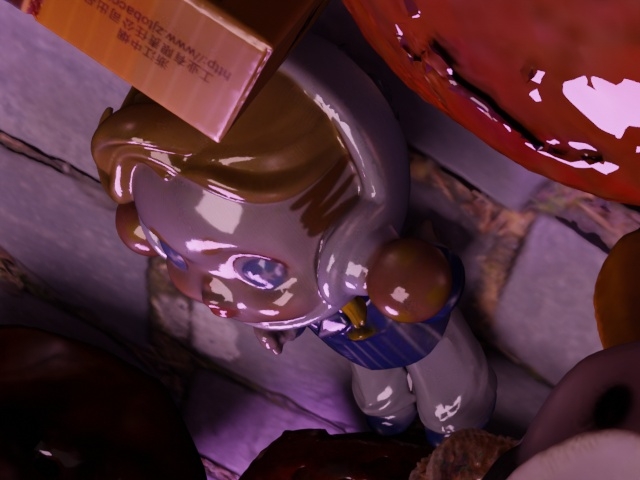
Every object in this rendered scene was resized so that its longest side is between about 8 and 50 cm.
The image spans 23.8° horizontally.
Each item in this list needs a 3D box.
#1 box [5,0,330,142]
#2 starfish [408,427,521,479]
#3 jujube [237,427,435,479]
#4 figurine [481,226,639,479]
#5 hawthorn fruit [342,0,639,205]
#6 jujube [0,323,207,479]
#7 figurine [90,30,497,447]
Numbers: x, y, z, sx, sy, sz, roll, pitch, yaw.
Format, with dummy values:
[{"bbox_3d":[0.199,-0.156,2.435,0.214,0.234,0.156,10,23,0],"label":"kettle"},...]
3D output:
[{"bbox_3d":[-0.093,-0.165,0.604,0.237,0.152,0.070,32,141,0],"label":"box"},{"bbox_3d":[0.123,0.151,0.771,0.150,0.209,0.053,52,172,14],"label":"starfish"},{"bbox_3d":[0.051,0.201,0.861,0.243,0.183,0.183,27,140,5],"label":"jujube"},{"bbox_3d":[0.155,0.088,0.547,0.185,0.332,0.204,10,120,24],"label":"figurine"},{"bbox_3d":[0.107,-0.174,0.394,0.276,0.276,0.307,-10,109,40],"label":"hawthorn fruit"},{"bbox_3d":[-0.218,0.193,0.991,0.258,0.258,0.376,45,139,-14],"label":"jujube"},{"bbox_3d":[0.009,0.004,0.737,0.274,0.133,0.194,40,158,-22],"label":"figurine"}]
